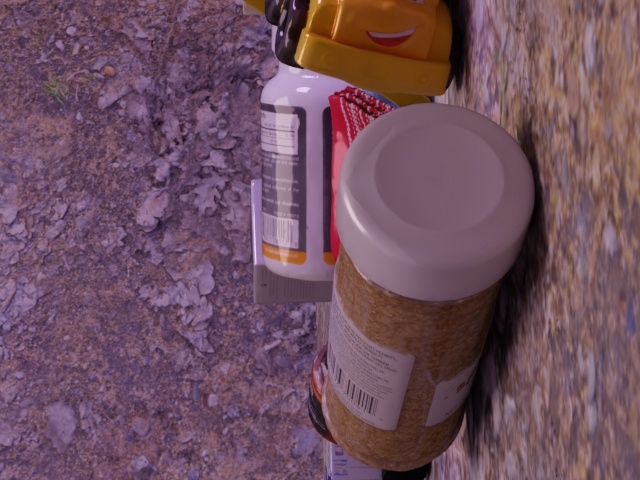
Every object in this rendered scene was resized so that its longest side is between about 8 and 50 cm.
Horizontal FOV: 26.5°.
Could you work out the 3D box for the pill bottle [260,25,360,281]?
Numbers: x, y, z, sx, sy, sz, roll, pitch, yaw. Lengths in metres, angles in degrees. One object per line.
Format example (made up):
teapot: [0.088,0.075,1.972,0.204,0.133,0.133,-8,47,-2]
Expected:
pill bottle: [0.013,-0.103,1.504,0.162,0.162,0.278,-108,18,-79]

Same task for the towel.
towel: [0.061,-0.030,1.289,0.275,0.031,0.198,-138,45,-67]

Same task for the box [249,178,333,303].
box: [0.000,0.000,1.669,0.091,0.170,0.130,96,172,-55]

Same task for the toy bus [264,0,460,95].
toy bus: [0.053,-0.245,1.117,0.220,0.149,0.211,-101,26,-60]

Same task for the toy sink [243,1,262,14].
toy sink: [-0.012,-0.379,1.492,0.131,0.153,0.234,106,164,-78]

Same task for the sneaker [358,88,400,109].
sneaker: [0.078,-0.099,1.384,0.073,0.063,0.162,134,129,-67]

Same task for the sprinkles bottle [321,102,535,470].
sprinkles bottle: [0.065,0.049,0.970,0.355,0.121,0.121,94,174,-60]

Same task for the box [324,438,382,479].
box: [0.043,0.270,1.879,0.126,0.072,0.137,122,148,-83]

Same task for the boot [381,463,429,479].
boot: [0.084,0.179,1.357,0.121,0.045,0.099,102,166,-45]

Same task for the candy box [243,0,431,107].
candy box: [0.012,-0.192,1.292,0.027,0.206,0.105,-53,13,18]

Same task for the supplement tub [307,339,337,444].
supplement tub: [0.040,0.173,1.624,0.198,0.106,0.106,97,171,-67]
